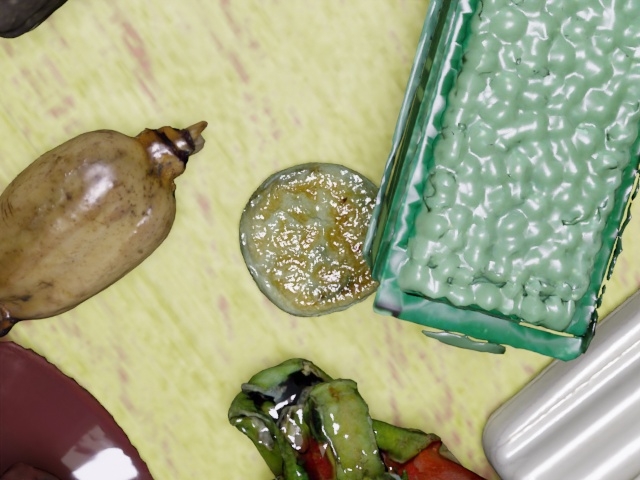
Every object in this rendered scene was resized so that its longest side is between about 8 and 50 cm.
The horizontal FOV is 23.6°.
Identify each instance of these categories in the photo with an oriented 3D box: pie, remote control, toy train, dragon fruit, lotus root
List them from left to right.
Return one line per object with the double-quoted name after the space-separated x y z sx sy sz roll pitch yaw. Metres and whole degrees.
-0.116 -0.013 0.746 0.152 0.063 0.072 -37 115 6 "lotus root"
0.000 -0.002 0.776 0.084 0.021 0.084 0 101 1 "pie"
0.046 0.183 0.723 0.198 0.200 0.269 -37 100 2 "dragon fruit"
0.099 -0.082 0.697 0.115 0.154 0.269 14 100 -8 "toy train"
0.191 0.062 0.784 0.230 0.049 0.090 -39 103 3 "remote control"

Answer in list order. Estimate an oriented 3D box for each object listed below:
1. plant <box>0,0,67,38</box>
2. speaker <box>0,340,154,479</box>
-0.114 -0.188 0.677 0.194 0.132 0.129 -43 104 -1 "plant"
-0.255 0.188 0.705 0.329 0.198 0.259 -32 142 9 "speaker"
